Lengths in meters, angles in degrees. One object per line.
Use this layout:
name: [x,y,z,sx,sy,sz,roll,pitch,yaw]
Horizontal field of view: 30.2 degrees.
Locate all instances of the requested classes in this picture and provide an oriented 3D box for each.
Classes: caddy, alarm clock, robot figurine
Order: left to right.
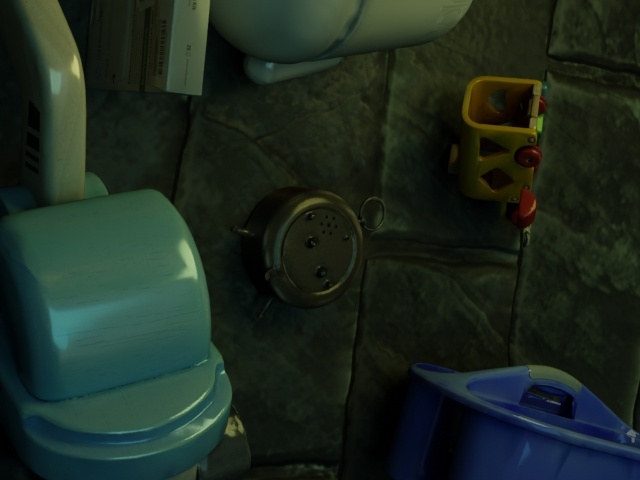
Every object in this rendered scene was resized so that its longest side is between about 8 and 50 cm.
alarm clock: [0.000,0.000,1.284,0.192,0.064,0.129,-28,111,-31]
robot figurine: [0.018,-0.279,1.149,0.353,0.200,0.300,-17,142,-41]
caddy: [0.242,0.232,1.372,0.341,0.241,0.179,18,91,-35]

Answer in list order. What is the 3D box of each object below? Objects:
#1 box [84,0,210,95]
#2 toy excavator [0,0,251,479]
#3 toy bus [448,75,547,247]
box: [-0.158,-0.205,1.069,0.038,0.186,0.145,3,95,-34]
toy excavator: [-0.217,-0.019,1.014,0.222,0.433,0.445,-11,131,-32]
toy bus: [0.202,-0.094,1.376,0.104,0.191,0.202,7,93,9]
